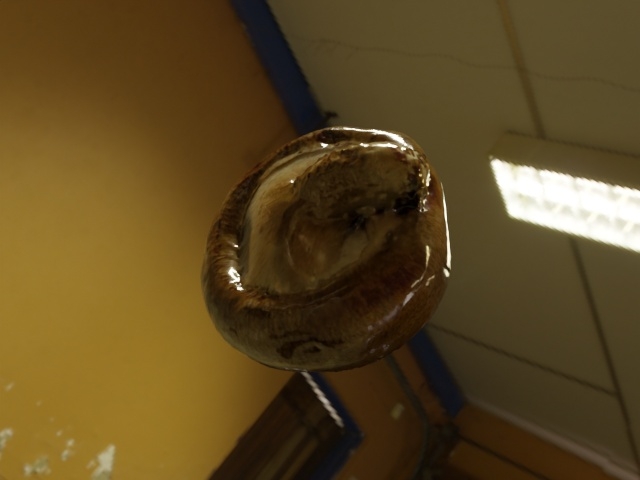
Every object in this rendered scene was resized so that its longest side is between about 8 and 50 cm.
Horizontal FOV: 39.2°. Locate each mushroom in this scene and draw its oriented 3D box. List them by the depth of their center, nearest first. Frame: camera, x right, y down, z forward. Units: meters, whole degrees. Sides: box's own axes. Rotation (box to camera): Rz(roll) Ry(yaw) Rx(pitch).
[{"bbox_3d":[0.000,0.000,0.394,0.127,0.127,0.087,18,-32,43],"label":"mushroom"}]
